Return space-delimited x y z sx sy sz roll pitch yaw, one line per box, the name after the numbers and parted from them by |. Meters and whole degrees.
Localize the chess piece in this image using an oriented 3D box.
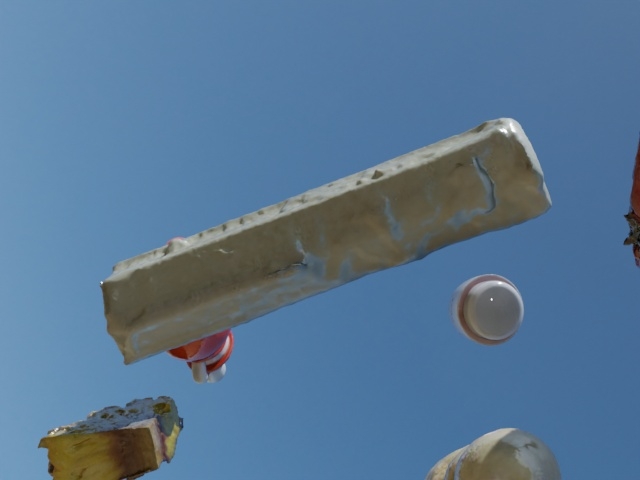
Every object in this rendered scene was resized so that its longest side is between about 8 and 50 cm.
0.178 0.261 0.925 0.143 0.142 0.261 56 -12 22 | chess piece

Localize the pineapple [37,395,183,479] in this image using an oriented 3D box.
-0.309 0.314 1.394 0.186 0.236 0.115 3 -67 56 | pineapple

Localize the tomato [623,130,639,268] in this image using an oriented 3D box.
0.375 -0.051 0.878 0.099 0.173 0.189 16 -39 35 | tomato

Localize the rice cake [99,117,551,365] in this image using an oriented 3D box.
0.000 0.000 0.494 0.052 0.256 0.057 58 13 -65 | rice cake

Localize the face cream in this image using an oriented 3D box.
0.212 0.090 1.158 0.095 0.091 0.091 165 -89 -77 | face cream

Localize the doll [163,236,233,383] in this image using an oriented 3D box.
-0.205 0.119 1.443 0.129 0.161 0.290 4 -40 16 | doll
